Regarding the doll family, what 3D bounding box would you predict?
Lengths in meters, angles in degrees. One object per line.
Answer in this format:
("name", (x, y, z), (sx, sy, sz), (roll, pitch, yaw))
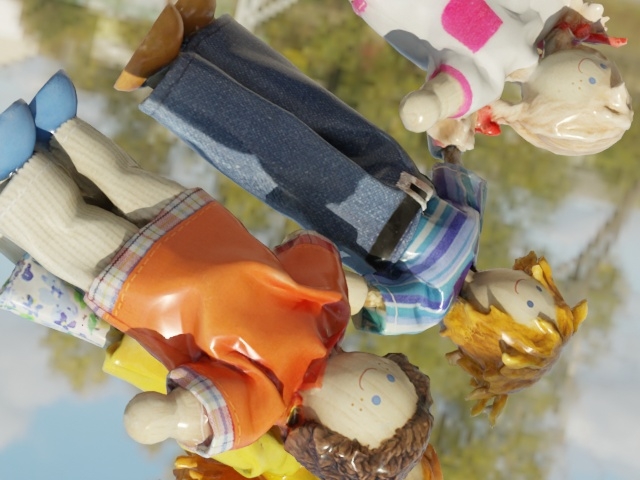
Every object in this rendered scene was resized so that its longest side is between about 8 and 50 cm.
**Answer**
("doll family", (0.000, 0.000, 0.588), (0.163, 0.118, 0.263), (39, -136, 0))
